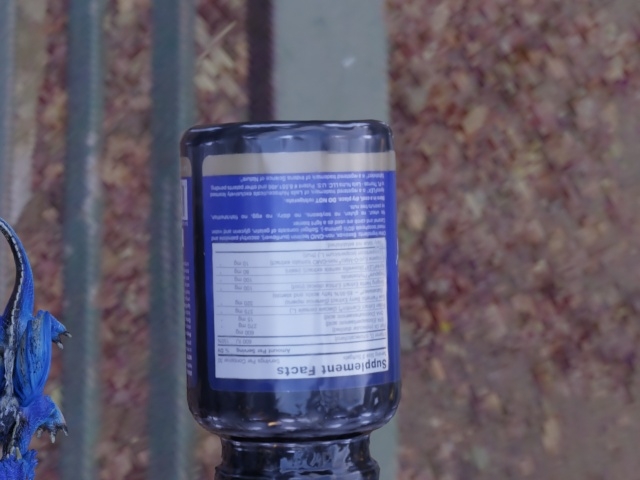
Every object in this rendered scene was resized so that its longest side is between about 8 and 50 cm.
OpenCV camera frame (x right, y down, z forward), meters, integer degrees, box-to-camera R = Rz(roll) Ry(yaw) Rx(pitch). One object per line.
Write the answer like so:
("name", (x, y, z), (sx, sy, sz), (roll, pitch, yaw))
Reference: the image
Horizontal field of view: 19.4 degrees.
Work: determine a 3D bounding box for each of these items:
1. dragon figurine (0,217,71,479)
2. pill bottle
("dragon figurine", (-0.273, 0.106, 1.646), (0.085, 0.144, 0.289), (0, 81, 2))
("pill bottle", (-0.016, 0.043, 1.048), (0.122, 0.123, 0.219), (-3, 93, -29))
